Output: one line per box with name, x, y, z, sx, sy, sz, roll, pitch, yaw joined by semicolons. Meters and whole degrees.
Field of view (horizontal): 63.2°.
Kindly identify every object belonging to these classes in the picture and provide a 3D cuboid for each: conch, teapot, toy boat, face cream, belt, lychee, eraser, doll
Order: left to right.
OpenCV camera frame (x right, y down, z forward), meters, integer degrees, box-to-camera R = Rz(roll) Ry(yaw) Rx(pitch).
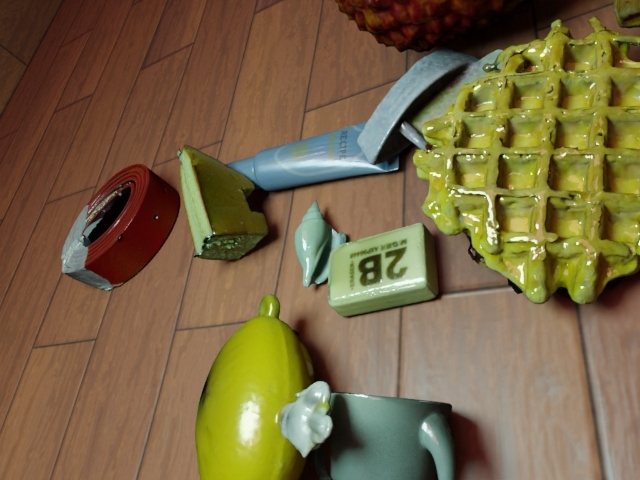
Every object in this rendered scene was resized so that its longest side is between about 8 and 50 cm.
belt;-0.488;-0.026;1.257;0.227;0.115;0.324;30;82;44
doll;-0.093;0.303;0.705;0.348;0.161;0.423;16;86;69
face cream;-0.026;-0.159;1.043;0.385;0.086;0.136;-9;59;25
conch;-0.004;0.003;0.942;0.065;0.088;0.180;123;151;-60
teapot;0.074;0.273;0.655;0.239;0.162;0.149;-14;65;46
eraser;0.097;0.049;0.834;0.172;0.058;0.117;-16;53;27
lychee;0.185;-0.529;0.858;0.424;0.500;0.425;-1;89;44
toy boat;0.236;-0.207;0.883;0.293;0.111;0.276;26;77;28

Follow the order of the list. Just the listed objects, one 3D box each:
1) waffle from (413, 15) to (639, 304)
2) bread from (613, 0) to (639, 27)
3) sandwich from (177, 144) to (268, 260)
waffle;0.328;-0.121;0.706;0.382;0.095;0.380;-41;60;2
bread;0.563;-0.417;0.659;0.324;0.167;0.278;8;97;62
sandwich;-0.209;-0.079;1.045;0.122;0.128;0.236;-45;54;41
